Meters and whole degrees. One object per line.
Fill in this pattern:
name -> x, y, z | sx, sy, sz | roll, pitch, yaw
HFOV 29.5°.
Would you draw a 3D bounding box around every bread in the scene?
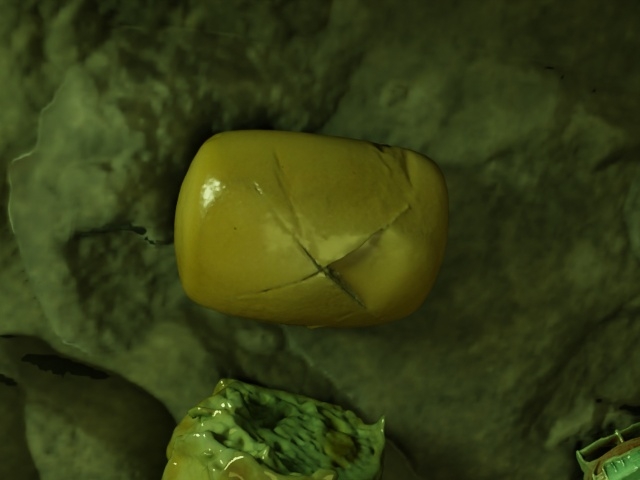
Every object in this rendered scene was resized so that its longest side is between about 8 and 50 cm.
bread -> -0.054, 0.190, 0.545 | 0.087, 0.098, 0.269 | 27, 109, 15
bread -> 0.000, 0.000, 0.486 | 0.115, 0.056, 0.082 | 8, 112, -23

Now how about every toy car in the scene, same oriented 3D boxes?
toy car -> 0.168, 0.149, 0.633 | 0.059, 0.035, 0.122 | -23, 129, -7
